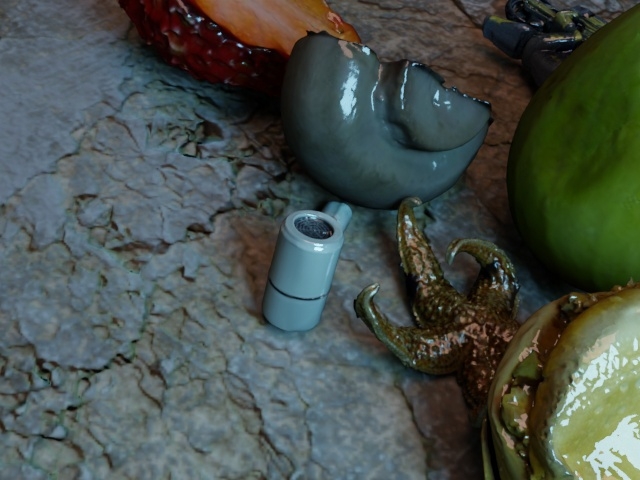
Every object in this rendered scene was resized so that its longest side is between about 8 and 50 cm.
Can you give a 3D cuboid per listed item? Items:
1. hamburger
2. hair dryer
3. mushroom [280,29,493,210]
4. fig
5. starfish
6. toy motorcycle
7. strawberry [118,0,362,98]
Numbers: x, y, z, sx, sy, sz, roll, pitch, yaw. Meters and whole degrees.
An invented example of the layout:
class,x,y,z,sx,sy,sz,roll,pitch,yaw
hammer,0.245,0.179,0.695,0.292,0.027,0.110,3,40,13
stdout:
class,x,y,z,sx,sy,sz,roll,pitch,yaw
hamburger,0.202,0.126,0.599,0.213,0.108,0.214,5,78,-24
hair dryer,0.000,0.000,0.737,0.047,0.082,0.137,21,34,7
mushroom,0.047,-0.084,0.771,0.188,0.117,0.141,17,7,-34
fig,0.242,-0.065,0.740,0.207,0.230,0.207,-21,19,7
starfish,0.097,0.052,0.707,0.146,0.074,0.190,-23,57,-26
toy motorcycle,0.247,-0.174,0.937,0.193,0.061,0.124,33,54,15
strawberry,-0.077,-0.186,0.866,0.236,0.111,0.190,36,38,-10
